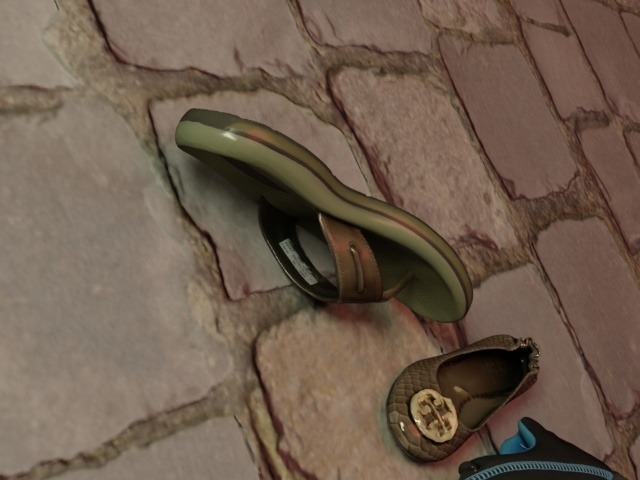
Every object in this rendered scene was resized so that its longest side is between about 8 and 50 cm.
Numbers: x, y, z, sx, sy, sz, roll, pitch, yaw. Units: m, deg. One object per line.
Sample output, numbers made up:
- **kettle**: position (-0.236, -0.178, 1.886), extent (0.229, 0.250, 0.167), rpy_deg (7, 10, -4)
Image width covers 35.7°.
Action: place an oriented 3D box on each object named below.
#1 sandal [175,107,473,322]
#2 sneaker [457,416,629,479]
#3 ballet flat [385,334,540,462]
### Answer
- **sandal**: position (-0.002, -0.001, 0.795), extent (0.302, 0.120, 0.086), rpy_deg (31, 72, -32)
- **sneaker**: position (0.136, 0.258, 0.788), extent (0.139, 0.125, 0.340), rpy_deg (41, 33, 20)
- **ballet flat**: position (0.140, 0.132, 0.900), extent (0.249, 0.058, 0.084), rpy_deg (-13, 76, -54)
